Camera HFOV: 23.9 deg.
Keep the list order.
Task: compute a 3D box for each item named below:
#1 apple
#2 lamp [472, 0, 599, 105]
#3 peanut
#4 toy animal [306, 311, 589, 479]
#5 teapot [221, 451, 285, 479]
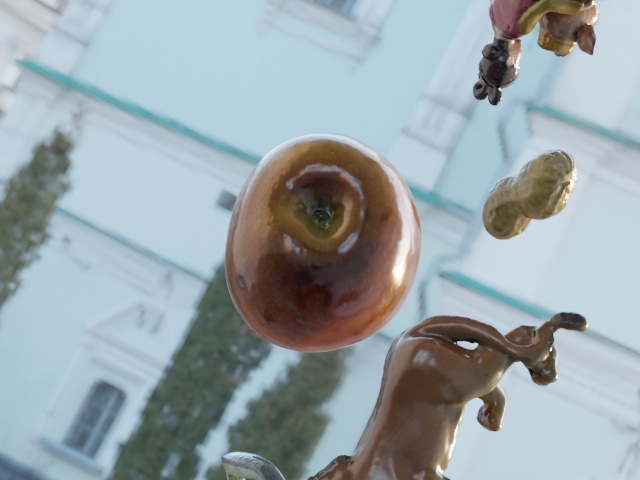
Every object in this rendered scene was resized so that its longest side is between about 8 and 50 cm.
[{"bbox_3d":[0.000,0.000,1.765,0.253,0.253,0.253,26,-11,6],"label":"apple"},{"bbox_3d":[0.203,-0.231,1.283,0.118,0.253,0.118,7,26,-4],"label":"lamp"},{"bbox_3d":[0.297,-0.062,2.158,0.089,0.089,0.193,30,-36,-15],"label":"peanut"},{"bbox_3d":[0.071,0.167,1.201,0.157,0.312,0.097,27,-5,-19],"label":"toy animal"},{"bbox_3d":[-0.043,0.293,1.535,0.111,0.149,0.108,12,-14,-33],"label":"teapot"}]
